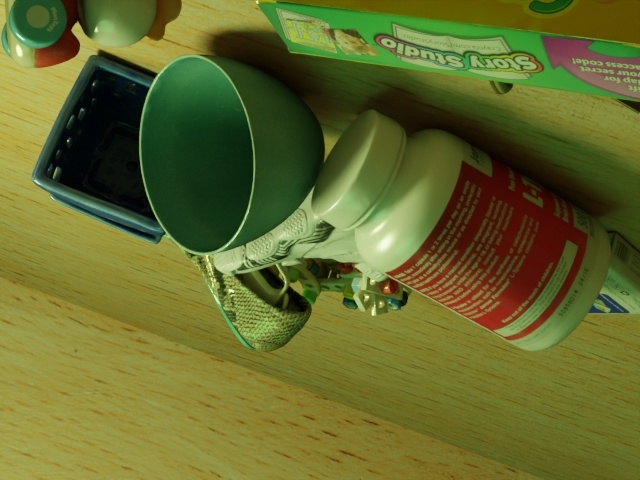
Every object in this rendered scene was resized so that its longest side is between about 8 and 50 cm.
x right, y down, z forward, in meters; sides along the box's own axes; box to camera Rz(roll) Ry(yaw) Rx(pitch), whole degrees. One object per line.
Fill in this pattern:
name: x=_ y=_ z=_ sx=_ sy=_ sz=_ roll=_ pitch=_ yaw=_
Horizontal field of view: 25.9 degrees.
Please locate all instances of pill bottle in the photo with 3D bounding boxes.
pill bottle: x=0.201 y=-0.020 z=2.037 sx=0.408 sy=0.229 sz=0.229 roll=28 pitch=159 yaw=-18

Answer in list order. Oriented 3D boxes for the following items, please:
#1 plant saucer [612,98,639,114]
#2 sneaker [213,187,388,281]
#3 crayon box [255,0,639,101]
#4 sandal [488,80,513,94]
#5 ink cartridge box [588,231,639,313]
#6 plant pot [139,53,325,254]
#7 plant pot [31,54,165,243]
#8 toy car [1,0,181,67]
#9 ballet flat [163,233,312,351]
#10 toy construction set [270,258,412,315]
plant saucer: x=0.352 y=-0.183 z=1.643 sx=0.198 sy=0.036 sz=0.198 roll=30 pitch=-170 yaw=-6
sneaker: x=0.000 y=0.000 z=2.328 sx=0.366 sy=0.137 sz=0.210 roll=-27 pitch=134 yaw=35
crayon box: x=0.163 y=-0.298 z=1.230 sx=0.363 sy=0.313 sz=0.106 roll=11 pitch=158 yaw=26
sandal: x=0.217 y=-0.240 z=1.696 sx=0.049 sy=0.072 sz=0.180 roll=-4 pitch=153 yaw=21
ink cartridge box: x=0.382 y=0.061 z=2.301 sx=0.176 sy=0.069 sz=0.371 roll=35 pitch=154 yaw=-34
plant pot: x=-0.108 y=-0.132 z=2.069 sx=0.195 sy=0.290 sz=0.290 roll=-8 pitch=-178 yaw=-39
plant pot: x=-0.316 y=-0.135 z=2.288 sx=0.236 sy=0.236 sz=0.212 roll=23 pitch=167 yaw=-2
toy car: x=-0.308 y=-0.340 z=1.881 sx=0.238 sy=0.210 sz=0.219 roll=-3 pitch=180 yaw=-16
ballet flat: x=-0.186 y=-0.022 z=2.479 sx=0.182 sy=0.164 sz=0.483 roll=-38 pitch=94 yaw=30
toy construction set: x=0.047 y=0.052 z=2.528 sx=0.328 sy=0.151 sz=0.215 roll=17 pitch=162 yaw=47
